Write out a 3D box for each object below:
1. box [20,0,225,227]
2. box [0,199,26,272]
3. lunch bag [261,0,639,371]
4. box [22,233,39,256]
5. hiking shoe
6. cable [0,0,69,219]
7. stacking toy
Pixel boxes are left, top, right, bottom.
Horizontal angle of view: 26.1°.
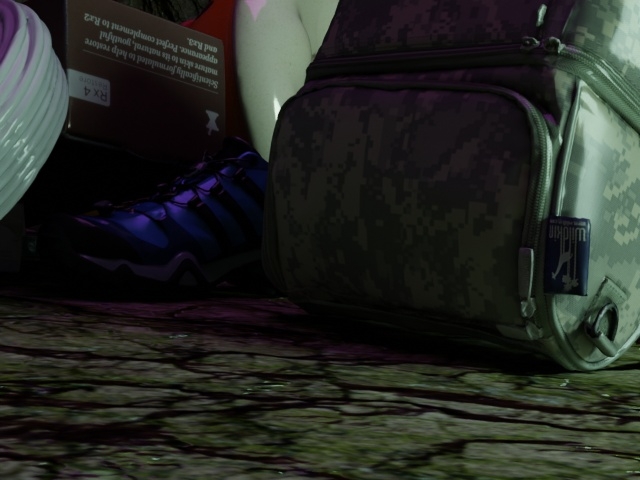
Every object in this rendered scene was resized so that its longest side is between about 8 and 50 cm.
[{"bbox_3d":[-0.287,-0.101,1.266,0.381,0.143,0.191,-9,-14,38],"label":"box"},{"bbox_3d":[-0.414,-0.013,1.168,0.323,0.063,0.067,4,2,-11],"label":"box"},{"bbox_3d":[0.116,-0.048,0.971,0.305,0.256,0.212,7,-21,47],"label":"lunch bag"},{"bbox_3d":[-0.262,0.006,1.388,0.083,0.018,0.067,3,4,-18],"label":"box"},{"bbox_3d":[-0.104,-0.023,1.150,0.113,0.132,0.304,8,5,44],"label":"hiking shoe"},{"bbox_3d":[-0.302,-0.077,1.023,0.257,0.257,0.089,15,-34,47],"label":"cable"},{"bbox_3d":[-0.174,-0.100,1.553,0.479,0.351,0.350,-13,-3,23],"label":"stacking toy"}]
